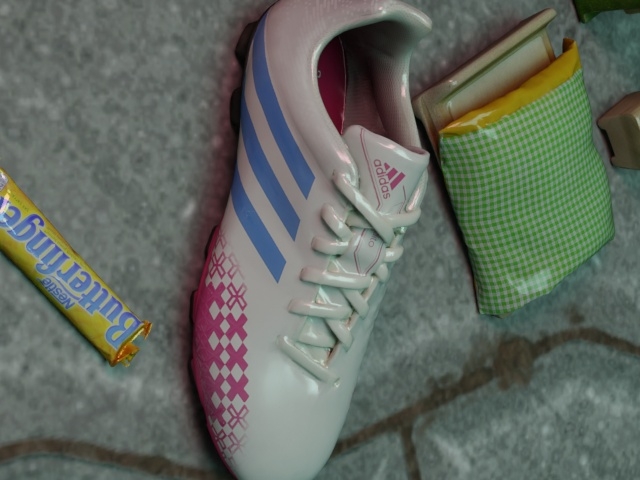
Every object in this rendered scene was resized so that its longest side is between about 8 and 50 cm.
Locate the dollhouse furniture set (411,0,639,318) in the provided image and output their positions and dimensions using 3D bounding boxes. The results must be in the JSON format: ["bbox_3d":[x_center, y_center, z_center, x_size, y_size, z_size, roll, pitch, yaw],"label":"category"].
[{"bbox_3d":[0.235,-0.092,1.210,0.301,0.151,0.197,-37,114,-34],"label":"dollhouse furniture set"}]

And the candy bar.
[{"bbox_3d":[-0.158,0.014,0.962,0.161,0.018,0.040,51,61,-29],"label":"candy bar"}]

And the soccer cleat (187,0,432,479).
[{"bbox_3d":[0.000,0.000,1.015,0.116,0.143,0.331,5,88,-41],"label":"soccer cleat"}]
